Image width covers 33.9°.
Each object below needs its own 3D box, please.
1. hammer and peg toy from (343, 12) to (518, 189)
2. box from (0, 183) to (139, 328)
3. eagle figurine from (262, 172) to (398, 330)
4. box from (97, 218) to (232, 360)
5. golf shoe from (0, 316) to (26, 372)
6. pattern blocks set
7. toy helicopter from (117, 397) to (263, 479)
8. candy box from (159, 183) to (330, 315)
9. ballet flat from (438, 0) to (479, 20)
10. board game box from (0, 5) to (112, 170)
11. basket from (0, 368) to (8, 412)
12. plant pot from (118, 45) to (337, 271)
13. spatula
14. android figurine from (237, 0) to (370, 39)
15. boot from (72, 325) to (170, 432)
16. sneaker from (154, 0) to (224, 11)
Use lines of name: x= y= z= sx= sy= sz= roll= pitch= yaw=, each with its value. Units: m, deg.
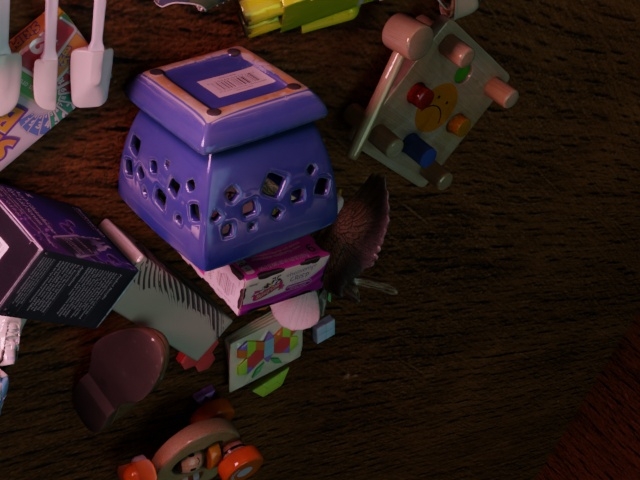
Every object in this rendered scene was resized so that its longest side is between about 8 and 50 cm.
hammer and peg toy: x=0.153 y=-0.236 z=1.724 sx=0.266 sy=0.127 sz=0.361 roll=-53 pitch=145 yaw=10
box: x=-0.366 y=0.021 z=1.369 sx=0.108 sy=0.153 sz=0.207 roll=-52 pitch=155 yaw=10
eagle figurine: x=0.000 y=-0.010 z=1.724 sx=0.226 sy=0.225 sz=0.298 roll=-15 pitch=152 yaw=-3
box: x=-0.256 y=0.081 z=1.606 sx=0.094 sy=0.113 sz=0.275 roll=-48 pitch=147 yaw=-2
golf shoe: x=-0.442 y=0.137 z=1.484 sx=0.069 sy=0.086 sz=0.176 roll=8 pitch=116 yaw=-49
pattern blocks set: x=-0.104 y=0.195 z=1.952 sx=0.325 sy=0.026 sz=0.285 roll=-35 pitch=143 yaw=-18
toy helicopter: x=-0.289 y=0.442 z=1.905 sx=0.235 sy=0.140 sz=0.355 roll=3 pitch=135 yaw=-53
candy box: x=-0.120 y=-0.001 z=1.563 sx=0.159 sy=0.233 sz=0.071 roll=-17 pitch=135 yaw=-38
ballet flat: x=0.194 y=-0.432 z=1.625 sx=0.086 sy=0.086 sz=0.248 roll=-42 pitch=146 yaw=-8
board game box: x=-0.390 y=-0.165 z=1.296 sx=0.259 sy=0.039 sz=0.124 roll=-40 pitch=144 yaw=-6
basket: x=-0.560 y=0.252 z=1.365 sx=0.289 sy=0.201 sz=0.254 roll=-21 pitch=139 yaw=-47
plant pot: x=-0.128 y=-0.128 z=1.443 sx=0.236 sy=0.236 sz=0.212 roll=-22 pitch=131 yaw=-32
spatula: x=-0.317 y=-0.260 z=1.243 sx=0.168 sy=0.019 sz=0.242 roll=-10 pitch=127 yaw=-32
android figurine: x=0.022 y=-0.341 z=1.422 sx=0.273 sy=0.056 sz=0.248 roll=-19 pitch=180 yaw=-6
boot: x=-0.289 y=0.198 z=1.639 sx=0.115 sy=0.112 sz=0.305 roll=-26 pitch=168 yaw=-38
sneaker: x=-0.140 y=-0.341 z=1.373 sx=0.192 sy=0.064 sz=0.086 roll=-12 pitch=145 yaw=-44
